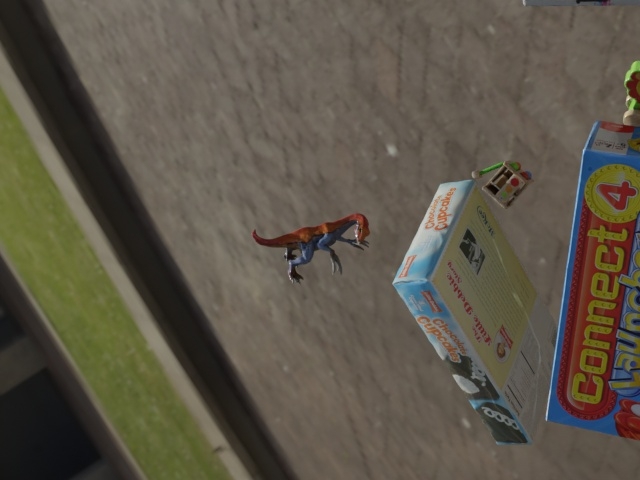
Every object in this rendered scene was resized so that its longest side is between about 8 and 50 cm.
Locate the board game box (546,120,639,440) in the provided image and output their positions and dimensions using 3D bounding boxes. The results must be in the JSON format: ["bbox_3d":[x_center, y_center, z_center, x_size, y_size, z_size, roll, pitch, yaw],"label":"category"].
[{"bbox_3d":[0.390,0.060,1.084,0.302,0.086,0.308,10,116,17],"label":"board game box"}]

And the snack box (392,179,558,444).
[{"bbox_3d":[0.220,0.100,1.494,0.060,0.187,0.322,-8,129,37],"label":"snack box"}]

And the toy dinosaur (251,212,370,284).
[{"bbox_3d":[0.000,0.000,0.938,0.090,0.082,0.047,31,-150,-18],"label":"toy dinosaur"}]

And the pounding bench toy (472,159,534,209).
[{"bbox_3d":[0.295,-0.104,1.821,0.083,0.065,0.052,43,-161,11],"label":"pounding bench toy"}]

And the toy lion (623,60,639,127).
[{"bbox_3d":[0.352,-0.145,1.127,0.100,0.034,0.096,17,150,3],"label":"toy lion"}]

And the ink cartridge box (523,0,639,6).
[{"bbox_3d":[0.251,-0.260,0.936,0.175,0.072,0.127,3,153,20],"label":"ink cartridge box"}]
